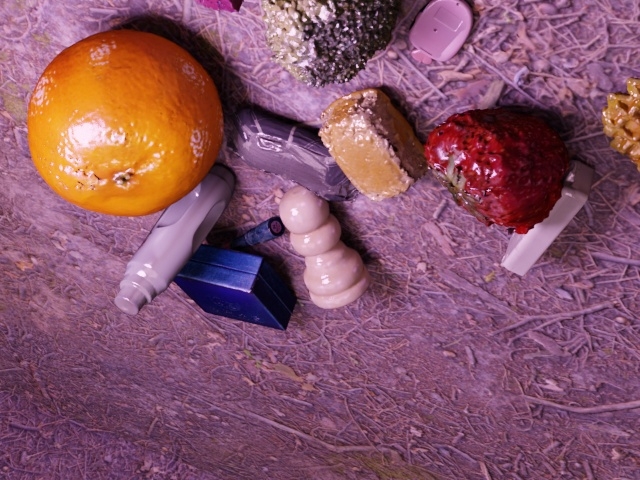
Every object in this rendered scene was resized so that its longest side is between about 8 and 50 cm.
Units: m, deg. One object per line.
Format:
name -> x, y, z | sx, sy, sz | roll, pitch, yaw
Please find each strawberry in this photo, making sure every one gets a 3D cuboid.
strawberry -> 0.346, -0.145, 1.654 | 0.274, 0.220, 0.274 | 47, 177, 3

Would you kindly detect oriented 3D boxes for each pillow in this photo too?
pillow -> -0.057, -0.187, 1.943 | 0.335, 0.093, 0.162 | 22, 147, 8

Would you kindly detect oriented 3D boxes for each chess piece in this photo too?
chess piece -> 0.000, 0.000, 2.083 | 0.167, 0.167, 0.300 | -2, 125, 34

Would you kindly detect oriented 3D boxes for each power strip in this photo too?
power strip -> 0.459, -0.036, 1.785 | 0.058, 0.098, 0.338 | 26, 142, 0

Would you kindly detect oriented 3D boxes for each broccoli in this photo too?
broccoli -> 0.016, -0.412, 1.547 | 0.288, 0.235, 0.260 | -42, 110, 13

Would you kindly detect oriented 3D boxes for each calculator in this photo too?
calculator -> 0.218, -0.384, 1.604 | 0.103, 0.024, 0.166 | 31, 141, -3

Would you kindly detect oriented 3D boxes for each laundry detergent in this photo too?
laundry detergent -> -0.360, 0.006, 2.099 | 0.124, 0.398, 0.264 | 39, 141, -12

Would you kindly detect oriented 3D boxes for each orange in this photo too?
orange -> -0.417, -0.238, 1.874 | 0.423, 0.326, 0.424 | -4, 131, -4

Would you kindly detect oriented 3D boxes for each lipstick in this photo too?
lipstick -> -0.180, -0.003, 2.261 | 0.053, 0.053, 0.234 | 44, 142, -18

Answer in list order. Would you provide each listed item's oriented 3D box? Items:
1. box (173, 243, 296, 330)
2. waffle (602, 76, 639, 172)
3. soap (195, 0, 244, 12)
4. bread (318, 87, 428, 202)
box -> -0.234, 0.126, 2.332 | 0.261, 0.116, 0.279 | 10, 157, 22
waffle -> 0.636, -0.188, 1.539 | 0.262, 0.060, 0.281 | 7, 136, 30
soap -> -0.194, -0.535, 1.589 | 0.099, 0.162, 0.250 | 14, 142, 9
bread -> 0.110, -0.192, 1.807 | 0.174, 0.121, 0.245 | -16, 126, 42
